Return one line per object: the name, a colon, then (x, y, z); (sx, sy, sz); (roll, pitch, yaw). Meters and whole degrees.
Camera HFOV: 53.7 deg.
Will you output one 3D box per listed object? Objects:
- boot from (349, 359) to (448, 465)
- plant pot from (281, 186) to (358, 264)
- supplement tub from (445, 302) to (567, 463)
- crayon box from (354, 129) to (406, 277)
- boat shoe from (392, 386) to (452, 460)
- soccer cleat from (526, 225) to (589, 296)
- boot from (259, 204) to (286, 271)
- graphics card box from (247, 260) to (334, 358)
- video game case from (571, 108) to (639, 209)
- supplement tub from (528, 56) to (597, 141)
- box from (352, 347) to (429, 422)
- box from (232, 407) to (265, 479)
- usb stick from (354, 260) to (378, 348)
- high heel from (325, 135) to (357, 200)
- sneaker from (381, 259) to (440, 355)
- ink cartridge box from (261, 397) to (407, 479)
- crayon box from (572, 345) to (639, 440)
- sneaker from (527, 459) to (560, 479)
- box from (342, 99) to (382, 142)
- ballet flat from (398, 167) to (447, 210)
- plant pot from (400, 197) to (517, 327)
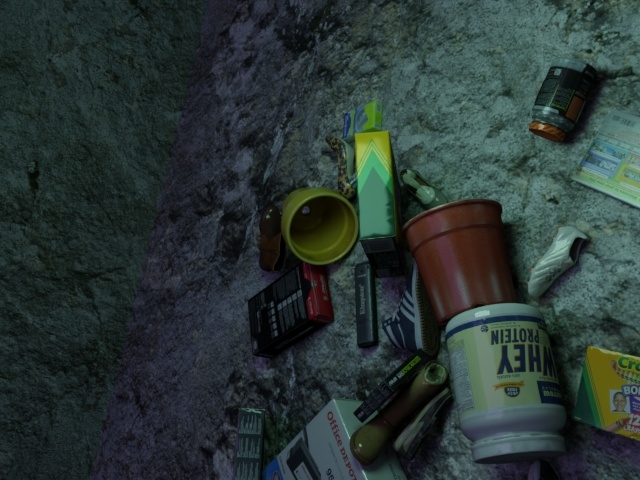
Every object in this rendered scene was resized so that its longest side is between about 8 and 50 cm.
boot: (0.208, 0.454, 1.692); (0.089, 0.236, 0.269); (42, 116, 8)
plant pot: (-0.025, -0.074, 2.173); (0.254, 0.254, 0.239); (-63, 25, 11)
supplement tub: (0.424, 0.330, 1.453); (0.235, 0.235, 0.325); (-29, 54, 41)
crayon box: (0.176, -0.093, 1.828); (0.106, 0.363, 0.313); (-6, 69, 10)
boat shoe: (0.286, 0.492, 1.692); (0.073, 0.080, 0.223); (41, 97, 20)
soccer cleat: (0.569, 0.056, 1.527); (0.076, 0.068, 0.196); (37, 101, 48)
boot: (-0.176, -0.014, 2.342); (0.280, 0.096, 0.264); (163, 120, -77)
graphics card box: (-0.114, 0.246, 2.256); (0.371, 0.094, 0.233); (-36, 50, 35)
video game case: (0.721, -0.190, 1.474); (0.212, 0.023, 0.193); (40, 107, 49)
supplement tub: (0.608, -0.355, 1.602); (0.117, 0.117, 0.190); (29, 98, 52)
box: (0.192, 0.394, 1.723); (0.045, 0.184, 0.190); (47, 135, 17)
box: (-0.236, 0.762, 2.070); (0.318, 0.097, 0.395); (110, 164, -70)
usb stick: (0.143, 0.202, 2.000); (0.077, 0.045, 0.278); (-25, 57, 44)
high heel: (0.058, -0.259, 2.242); (0.261, 0.093, 0.186); (42, 102, 39)
sneaker: (0.254, 0.182, 1.803); (0.153, 0.099, 0.282); (-5, 86, 50)
ink cartridge box: (0.029, 0.692, 1.841); (0.395, 0.166, 0.285); (-51, 42, 24)
crayon box: (0.671, 0.325, 1.278); (0.278, 0.081, 0.165); (7, 81, 52)
sneaker: (0.469, 0.633, 1.389); (0.118, 0.110, 0.292); (-20, 60, 55)
box: (0.142, -0.420, 2.256); (0.178, 0.042, 0.109); (-14, 65, 47)
ballet flat: (0.305, -0.153, 1.928); (0.072, 0.068, 0.213); (-56, 41, 19)
plant pot: (0.368, 0.070, 1.625); (0.272, 0.272, 0.265); (-30, 61, 40)
